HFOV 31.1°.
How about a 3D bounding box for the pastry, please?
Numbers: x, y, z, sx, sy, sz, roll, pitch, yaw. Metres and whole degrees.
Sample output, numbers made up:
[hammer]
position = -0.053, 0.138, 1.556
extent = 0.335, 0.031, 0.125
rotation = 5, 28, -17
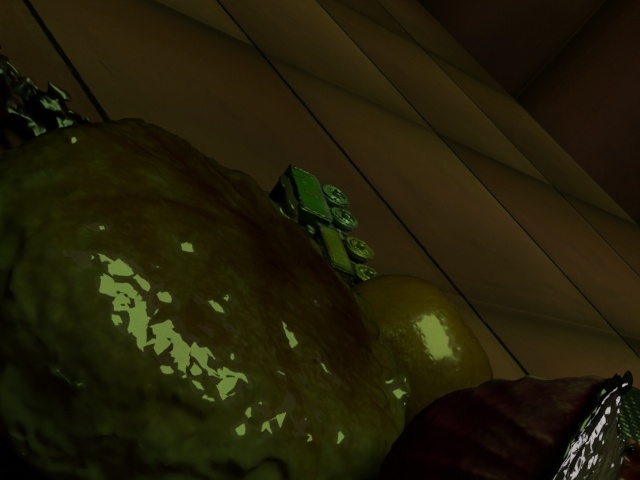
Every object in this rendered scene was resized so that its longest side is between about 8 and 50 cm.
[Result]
[pastry]
position = -0.073, 0.059, 0.696
extent = 0.330, 0.136, 0.329
rotation = 38, 18, -15

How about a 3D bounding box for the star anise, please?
[star anise]
position = -0.260, -0.122, 0.868
extent = 0.212, 0.053, 0.157
rotation = 47, 18, 11

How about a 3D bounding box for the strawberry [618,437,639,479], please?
[strawberry]
position = 0.214, 0.245, 0.846
extent = 0.178, 0.233, 0.234
rotation = 16, 8, 25

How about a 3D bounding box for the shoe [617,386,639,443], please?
[shoe]
position = 0.278, 0.252, 1.055
extent = 0.108, 0.093, 0.241
rotation = 12, 52, -26

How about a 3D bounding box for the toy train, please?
[toy train]
position = 0.000, 0.000, 1.101
extent = 0.081, 0.060, 0.202
rotation = 24, 24, -26

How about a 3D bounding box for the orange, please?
[orange]
position = 0.061, 0.102, 0.894
extent = 0.154, 0.134, 0.154
rotation = 61, 9, -16

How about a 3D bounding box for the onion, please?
[onion]
position = 0.072, 0.175, 0.618
extent = 0.111, 0.247, 0.250
rotation = 25, -14, 22
